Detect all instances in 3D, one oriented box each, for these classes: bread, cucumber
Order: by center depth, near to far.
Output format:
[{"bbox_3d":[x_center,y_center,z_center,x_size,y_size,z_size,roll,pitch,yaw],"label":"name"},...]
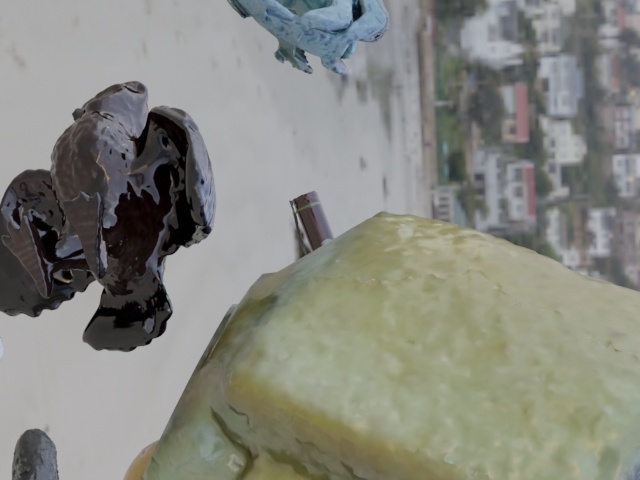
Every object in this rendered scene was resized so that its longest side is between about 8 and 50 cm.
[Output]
[{"bbox_3d":[0.025,0.137,0.754,0.239,0.264,0.395,-44,165,-50],"label":"bread"},{"bbox_3d":[-0.400,0.372,1.656,0.081,0.072,0.303,60,7,-28],"label":"cucumber"}]

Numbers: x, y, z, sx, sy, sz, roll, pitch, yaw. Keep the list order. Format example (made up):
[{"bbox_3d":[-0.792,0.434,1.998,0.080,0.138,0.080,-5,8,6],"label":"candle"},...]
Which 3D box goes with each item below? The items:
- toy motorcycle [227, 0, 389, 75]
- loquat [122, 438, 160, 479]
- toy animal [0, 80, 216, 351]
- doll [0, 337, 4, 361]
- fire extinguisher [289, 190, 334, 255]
[{"bbox_3d":[-0.033,-0.333,1.523,0.206,0.260,0.154,-39,172,-46],"label":"toy motorcycle"},{"bbox_3d":[-0.219,0.432,1.991,0.235,0.235,0.235,-2,90,-84],"label":"loquat"},{"bbox_3d":[-0.143,-0.023,0.822,0.116,0.218,0.179,46,36,-27],"label":"toy animal"},{"bbox_3d":[-0.486,0.189,1.570,0.110,0.107,0.181,9,-95,60],"label":"doll"},{"bbox_3d":[0.000,0.000,1.879,0.158,0.064,0.043,69,-25,12],"label":"fire extinguisher"}]
